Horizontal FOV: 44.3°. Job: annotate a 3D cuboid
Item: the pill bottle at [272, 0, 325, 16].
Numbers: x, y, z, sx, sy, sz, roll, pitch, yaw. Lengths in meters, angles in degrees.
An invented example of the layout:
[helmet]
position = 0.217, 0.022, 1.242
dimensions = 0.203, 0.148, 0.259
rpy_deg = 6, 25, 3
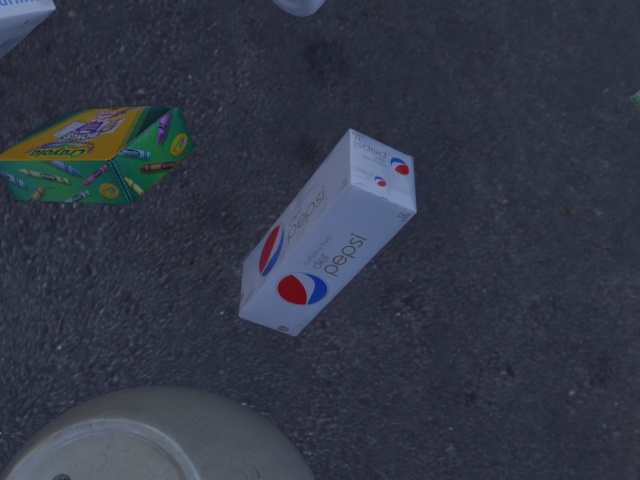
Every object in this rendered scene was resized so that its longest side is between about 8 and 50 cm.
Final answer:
[pill bottle]
position = 0.008, -0.567, 1.518
dimensions = 0.146, 0.146, 0.264
rpy_deg = 42, 69, -8

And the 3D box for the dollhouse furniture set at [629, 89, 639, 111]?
[dollhouse furniture set]
position = 0.322, -0.131, 0.605
dimensions = 0.151, 0.058, 0.076
rpy_deg = -45, 111, -7

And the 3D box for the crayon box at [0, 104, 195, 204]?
[crayon box]
position = -0.360, -0.137, 1.248
dimensions = 0.165, 0.279, 0.081
rpy_deg = -52, 134, -41

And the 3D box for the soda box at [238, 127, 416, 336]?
[soda box]
position = 0.000, 0.000, 0.735
dimensions = 0.069, 0.216, 0.073
rpy_deg = 21, 44, -21

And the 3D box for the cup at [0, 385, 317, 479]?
[cup]
position = -0.157, 0.264, 0.680
dimensions = 0.331, 0.237, 0.330
rpy_deg = -1, 64, 2

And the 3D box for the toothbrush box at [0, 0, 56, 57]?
[toothbrush box]
position = -0.426, -0.308, 0.734
dimensions = 0.216, 0.126, 0.295
rpy_deg = -36, 101, -49
